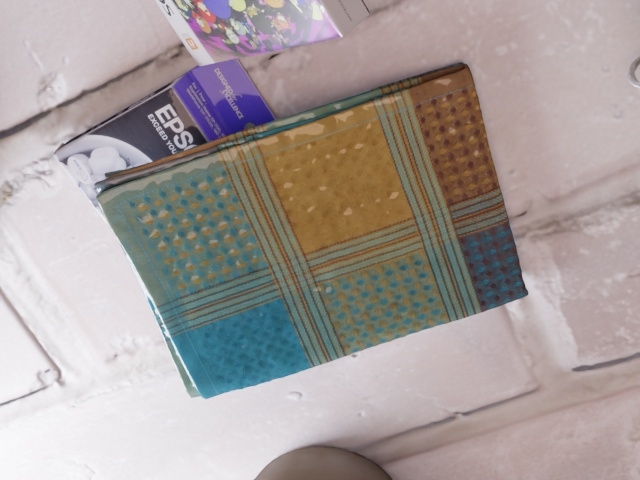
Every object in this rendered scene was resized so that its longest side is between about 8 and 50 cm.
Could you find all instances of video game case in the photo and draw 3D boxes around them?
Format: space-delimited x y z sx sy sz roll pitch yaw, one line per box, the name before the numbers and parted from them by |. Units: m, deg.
video game case | -0.090 -0.250 0.879 0.232 0.042 0.210 4 134 54

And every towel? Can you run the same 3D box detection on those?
towel | 0.000 0.000 1.052 0.370 0.040 0.271 -18 117 2

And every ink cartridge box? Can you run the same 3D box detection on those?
ink cartridge box | -0.124 -0.057 1.070 0.208 0.045 0.206 -27 113 18

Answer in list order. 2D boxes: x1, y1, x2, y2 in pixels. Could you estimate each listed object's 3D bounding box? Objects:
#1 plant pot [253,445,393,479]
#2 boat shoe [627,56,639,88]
plant pot | -0.005 0.390 1.169 0.323 0.280 0.323 3 119 6
boat shoe | 0.334 -0.150 0.903 0.135 0.156 0.367 -27 104 -15
